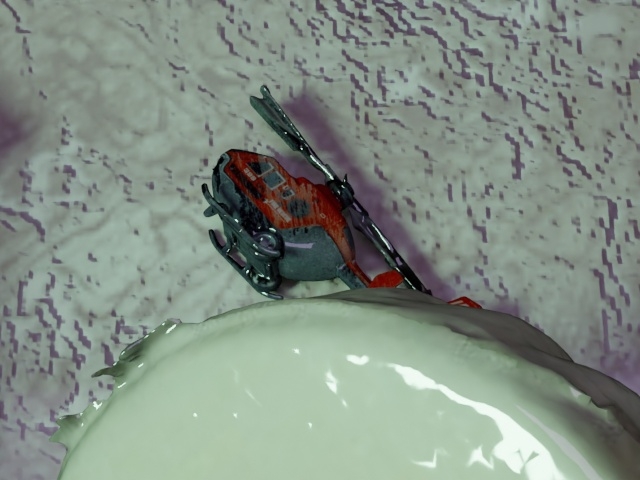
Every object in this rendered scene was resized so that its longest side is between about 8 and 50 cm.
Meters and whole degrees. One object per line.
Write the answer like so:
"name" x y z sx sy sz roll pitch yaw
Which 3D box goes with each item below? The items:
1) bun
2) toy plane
"bun" 0.046 0.139 0.506 0.263 0.175 0.263 2 94 34
"toy plane" 0.000 0.000 0.629 0.060 0.037 0.145 -36 64 -20
